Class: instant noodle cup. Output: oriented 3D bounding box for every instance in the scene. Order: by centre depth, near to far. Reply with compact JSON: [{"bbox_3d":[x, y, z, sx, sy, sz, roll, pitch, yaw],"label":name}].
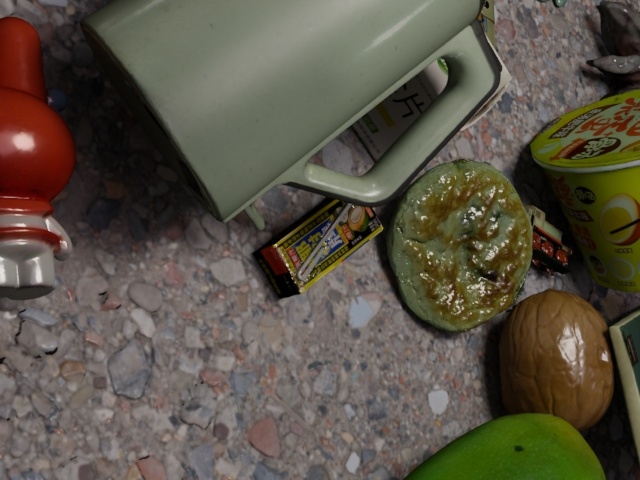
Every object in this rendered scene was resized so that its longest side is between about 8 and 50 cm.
[{"bbox_3d":[0.481,-0.075,1.650,0.311,0.311,0.222,-36,116,-39],"label":"instant noodle cup"}]

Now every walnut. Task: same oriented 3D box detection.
[{"bbox_3d":[0.323,0.168,1.533,0.167,0.167,0.207,7,76,-38],"label":"walnut"}]

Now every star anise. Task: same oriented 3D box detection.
[{"bbox_3d":[0.571,-0.281,1.856,0.359,0.139,0.316,-47,119,-31],"label":"star anise"}]

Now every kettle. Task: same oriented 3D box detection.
[{"bbox_3d":[-0.004,-0.188,1.210,0.376,0.250,0.361,-37,114,-8],"label":"kettle"}]

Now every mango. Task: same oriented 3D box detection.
[{"bbox_3d":[0.202,0.354,1.361,0.382,0.201,0.225,-27,106,-37],"label":"mango"}]

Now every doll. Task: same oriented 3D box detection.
[{"bbox_3d":[-0.317,-0.087,1.101,0.161,0.130,0.290,1,73,-36],"label":"doll"}]

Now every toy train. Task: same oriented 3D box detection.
[{"bbox_3d":[0.274,-0.029,1.611,0.249,0.053,0.085,30,60,-29],"label":"toy train"}]

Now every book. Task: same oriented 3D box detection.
[{"bbox_3d":[0.493,0.229,1.636,0.379,0.031,0.264,-9,85,-65],"label":"book"}]

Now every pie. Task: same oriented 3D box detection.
[{"bbox_3d":[0.191,0.008,1.499,0.240,0.054,0.241,-4,97,-30],"label":"pie"}]

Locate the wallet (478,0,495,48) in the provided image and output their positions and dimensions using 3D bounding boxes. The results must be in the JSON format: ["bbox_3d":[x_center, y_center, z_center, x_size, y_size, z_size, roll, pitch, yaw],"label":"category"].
[{"bbox_3d":[0.214,-0.348,1.652,0.110,0.039,0.155,8,75,-36],"label":"wallet"}]

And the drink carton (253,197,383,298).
[{"bbox_3d":[0.000,0.000,1.381,0.165,0.056,0.071,-38,100,-38],"label":"drink carton"}]

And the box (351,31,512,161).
[{"bbox_3d":[0.076,-0.284,1.436,0.145,0.173,0.333,-45,107,-37],"label":"box"}]

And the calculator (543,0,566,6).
[{"bbox_3d":[0.350,-0.439,1.797,0.153,0.021,0.095,41,57,-20],"label":"calculator"}]
